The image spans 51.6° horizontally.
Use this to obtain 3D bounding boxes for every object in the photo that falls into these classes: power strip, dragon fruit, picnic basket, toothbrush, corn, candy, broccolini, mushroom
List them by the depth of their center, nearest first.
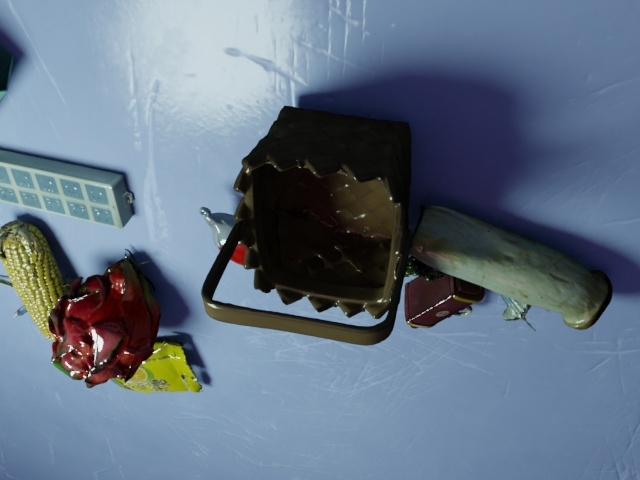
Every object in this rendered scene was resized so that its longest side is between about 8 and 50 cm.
[{"bbox_3d":[0.000,0.000,0.927,0.254,0.321,0.291,9,135,11],"label":"picnic basket"},{"bbox_3d":[0.283,0.036,0.987,0.312,0.100,0.081,23,158,1],"label":"mushroom"},{"bbox_3d":[0.325,0.103,1.056,0.083,0.065,0.083,45,129,4],"label":"picnic basket"},{"bbox_3d":[0.088,0.036,1.104,0.254,0.058,0.071,4,158,33],"label":"broccolini"},{"bbox_3d":[-0.524,-0.104,1.244,0.367,0.043,0.106,12,133,13],"label":"power strip"},{"bbox_3d":[-0.417,0.156,1.324,0.233,0.234,0.293,31,113,-6],"label":"dragon fruit"},{"bbox_3d":[-0.588,0.093,1.392,0.106,0.106,0.293,-1,122,24],"label":"corn"},{"bbox_3d":[-0.427,0.283,1.527,0.297,0.081,0.187,4,133,20],"label":"candy"},{"bbox_3d":[-0.645,0.135,1.528,0.288,0.024,0.026,-25,116,38],"label":"toothbrush"}]

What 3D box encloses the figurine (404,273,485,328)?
[{"bbox_3d":[0.205,0.101,1.107,0.098,0.083,0.154,23,139,-26],"label":"figurine"}]

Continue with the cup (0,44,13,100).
[{"bbox_3d":[-0.616,-0.231,1.108,0.134,0.148,0.235,17,143,-31],"label":"cup"}]

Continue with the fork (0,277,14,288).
[{"bbox_3d":[-0.693,0.101,1.502,0.219,0.034,0.028,21,146,18],"label":"fork"}]

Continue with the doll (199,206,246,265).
[{"bbox_3d":[-0.125,0.012,1.155,0.227,0.075,0.102,40,144,-27],"label":"doll"}]
